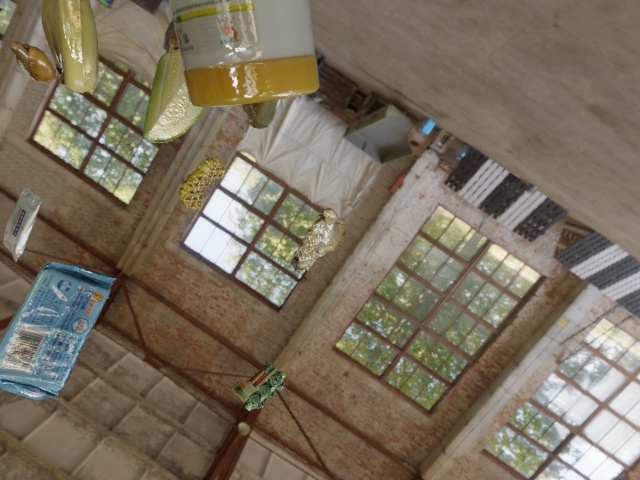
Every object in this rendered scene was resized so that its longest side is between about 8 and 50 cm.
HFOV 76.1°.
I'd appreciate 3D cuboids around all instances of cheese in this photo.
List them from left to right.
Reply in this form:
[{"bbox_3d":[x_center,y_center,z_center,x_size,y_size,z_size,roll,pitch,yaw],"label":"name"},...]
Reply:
[{"bbox_3d":[-0.751,-0.637,1.238,0.128,0.316,0.259,-19,-136,-40],"label":"cheese"}]

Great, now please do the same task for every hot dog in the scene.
[{"bbox_3d":[-0.801,-0.497,1.139,0.089,0.060,0.140,21,151,-8],"label":"hot dog"}]

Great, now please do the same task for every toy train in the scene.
[{"bbox_3d":[-0.212,0.509,1.442,0.118,0.176,0.074,41,165,22],"label":"toy train"}]

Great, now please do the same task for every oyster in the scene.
[{"bbox_3d":[0.000,0.000,0.942,0.081,0.163,0.191,32,151,16],"label":"oyster"}]

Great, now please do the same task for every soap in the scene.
[{"bbox_3d":[-0.580,0.188,0.882,0.156,0.293,0.077,29,163,-26],"label":"soap"}]

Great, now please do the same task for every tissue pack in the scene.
[{"bbox_3d":[-0.845,-0.051,1.155,0.122,0.193,0.026,30,-171,32],"label":"tissue pack"}]

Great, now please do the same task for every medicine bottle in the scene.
[{"bbox_3d":[-0.131,-0.366,0.711,0.237,0.232,0.238,-7,-157,3],"label":"medicine bottle"}]

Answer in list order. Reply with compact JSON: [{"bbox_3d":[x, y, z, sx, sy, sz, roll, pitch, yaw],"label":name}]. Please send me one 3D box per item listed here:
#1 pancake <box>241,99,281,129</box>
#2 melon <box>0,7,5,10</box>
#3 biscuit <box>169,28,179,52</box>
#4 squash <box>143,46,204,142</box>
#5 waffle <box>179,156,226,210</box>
[{"bbox_3d":[-0.155,-0.430,1.033,0.049,0.294,0.294,-5,-147,-31],"label":"pancake"},{"bbox_3d":[-0.698,-0.383,0.811,0.053,0.261,0.114,5,-117,-55],"label":"melon"},{"bbox_3d":[-0.486,-0.587,1.373,0.047,0.183,0.320,5,167,-21],"label":"biscuit"},{"bbox_3d":[-0.371,-0.407,1.158,0.203,0.289,0.111,-8,159,21],"label":"squash"},{"bbox_3d":[-0.399,-0.195,1.380,0.051,0.194,0.149,33,167,13],"label":"waffle"}]
